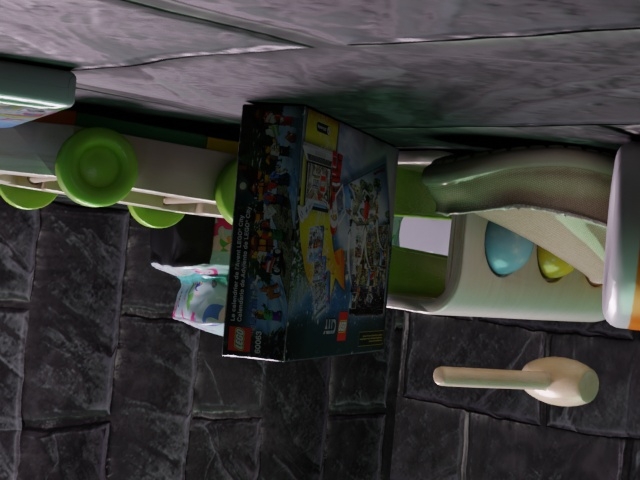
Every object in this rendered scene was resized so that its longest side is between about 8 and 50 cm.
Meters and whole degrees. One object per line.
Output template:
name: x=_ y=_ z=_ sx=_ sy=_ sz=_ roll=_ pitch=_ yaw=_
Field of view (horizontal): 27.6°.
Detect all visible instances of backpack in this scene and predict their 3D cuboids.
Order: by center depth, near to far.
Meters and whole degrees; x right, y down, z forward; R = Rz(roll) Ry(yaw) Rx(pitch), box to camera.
backpack: x=-0.040 y=0.012 z=1.362 sx=0.253 sy=0.191 sz=0.225 roll=0 pitch=179 yaw=-17

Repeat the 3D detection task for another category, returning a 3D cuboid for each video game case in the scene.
video game case: x=-0.270 y=-0.095 z=0.771 sx=0.212 sy=0.023 sz=0.193 roll=5 pitch=179 yaw=-24

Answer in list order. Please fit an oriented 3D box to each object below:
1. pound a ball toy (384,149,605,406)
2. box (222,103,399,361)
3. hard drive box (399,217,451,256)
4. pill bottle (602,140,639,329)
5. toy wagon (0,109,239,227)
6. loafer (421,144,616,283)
pound a ball toy: x=0.171 y=0.044 z=1.124 sx=0.135 sy=0.208 sz=0.319 roll=4 pitch=178 yaw=40
box: x=0.000 y=0.000 z=0.911 sx=0.044 sy=0.159 sz=0.233 roll=5 pitch=178 yaw=18
hard drive box: x=0.231 y=-0.002 z=1.498 sx=0.232 sy=0.089 sz=0.181 roll=6 pitch=178 yaw=-25
pill bottle: x=0.292 y=0.004 z=0.811 sx=0.221 sy=0.121 sz=0.121 roll=5 pitch=179 yaw=10
toy wagon: x=-0.114 y=-0.045 z=1.058 sx=0.344 sy=0.068 sz=0.267 roll=8 pitch=178 yaw=-24
loafer: x=0.199 y=-0.015 z=0.946 sx=0.268 sy=0.092 sz=0.102 roll=5 pitch=179 yaw=-19
